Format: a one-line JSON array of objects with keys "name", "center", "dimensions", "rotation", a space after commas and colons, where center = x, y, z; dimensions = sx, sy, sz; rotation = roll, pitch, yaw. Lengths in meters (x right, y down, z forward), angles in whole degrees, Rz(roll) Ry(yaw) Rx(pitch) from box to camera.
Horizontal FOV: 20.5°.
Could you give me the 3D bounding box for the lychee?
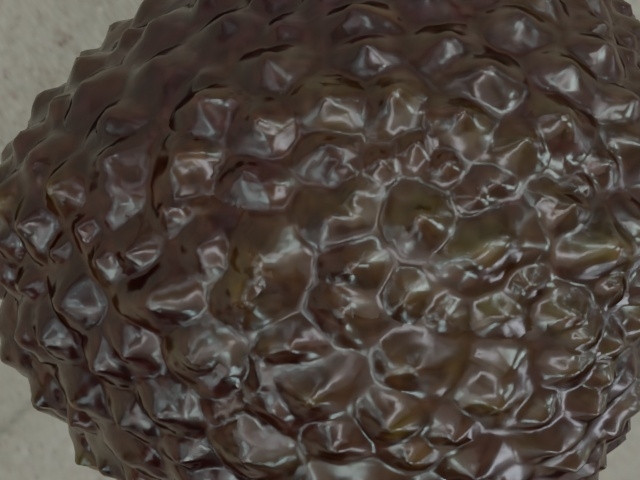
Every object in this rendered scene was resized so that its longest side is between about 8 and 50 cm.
[{"name": "lychee", "center": [0.000, 0.000, 0.475], "dimensions": [0.188, 0.188, 0.188], "rotation": [-10, 119, -18]}]
